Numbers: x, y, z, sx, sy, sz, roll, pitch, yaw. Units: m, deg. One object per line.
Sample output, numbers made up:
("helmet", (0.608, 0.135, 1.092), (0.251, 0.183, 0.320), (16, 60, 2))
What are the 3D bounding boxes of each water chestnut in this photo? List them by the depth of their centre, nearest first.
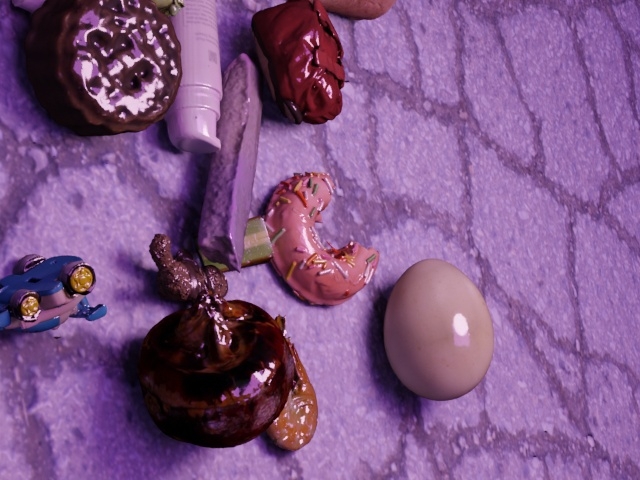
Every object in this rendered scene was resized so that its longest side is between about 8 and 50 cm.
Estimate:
("water chestnut", (-0.147, 0.176, 1.587), (0.223, 0.224, 0.238), (-54, 149, -42))

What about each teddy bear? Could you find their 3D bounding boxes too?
("teddy bear", (-0.204, 0.061, 1.687), (0.160, 0.078, 0.119), (27, 32, -54))

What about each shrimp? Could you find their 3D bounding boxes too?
("shrimp", (-0.054, 0.222, 1.783), (0.115, 0.051, 0.217), (10, 66, -49))

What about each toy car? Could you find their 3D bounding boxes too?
("toy car", (-0.368, 0.088, 1.484), (0.161, 0.126, 0.098), (-40, 120, -39))

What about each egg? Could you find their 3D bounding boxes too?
("egg", (0.201, 0.151, 1.960), (0.189, 0.189, 0.253), (14, 58, -41))

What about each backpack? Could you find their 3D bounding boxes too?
("backpack", (-0.024, -0.298, 1.937), (0.229, 0.139, 0.229), (-21, 90, -79))

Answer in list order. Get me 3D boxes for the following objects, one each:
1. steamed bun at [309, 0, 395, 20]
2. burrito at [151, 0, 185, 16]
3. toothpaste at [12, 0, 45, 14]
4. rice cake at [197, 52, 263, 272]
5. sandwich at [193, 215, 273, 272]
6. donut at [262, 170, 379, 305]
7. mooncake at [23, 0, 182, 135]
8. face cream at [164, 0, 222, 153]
("steamed bun", (0.058, -0.572, 2.100), (0.252, 0.199, 0.301), (16, 64, -40))
("burrito", (-0.338, -0.427, 1.736), (0.288, 0.104, 0.054), (38, 8, -11))
("toothpaste", (-0.366, -0.327, 1.702), (0.194, 0.045, 0.071), (22, 68, -43))
("rice cake", (-0.140, -0.130, 1.799), (0.070, 0.064, 0.398), (61, 27, -52))
("sandwich", (-0.142, 0.014, 1.810), (0.117, 0.074, 0.074), (-16, 86, -14))
("donut", (0.000, 0.000, 1.899), (0.232, 0.085, 0.199), (55, 46, -11))
("mooncake", (-0.308, -0.261, 1.648), (0.228, 0.124, 0.228), (0, 90, -49))
("face cream", (-0.210, -0.303, 1.802), (0.102, 0.102, 0.345), (13, 65, -41))
